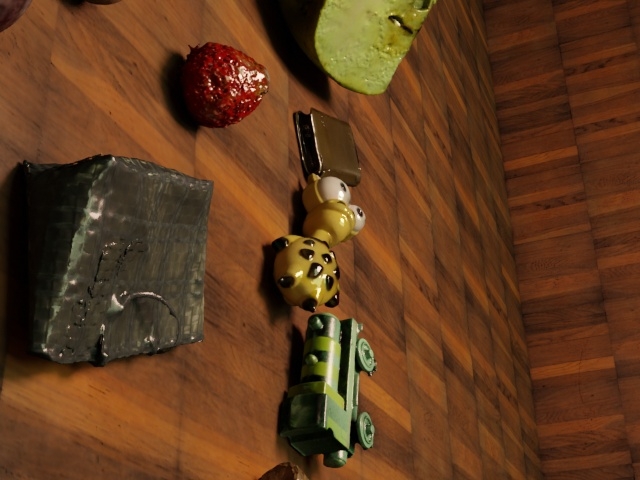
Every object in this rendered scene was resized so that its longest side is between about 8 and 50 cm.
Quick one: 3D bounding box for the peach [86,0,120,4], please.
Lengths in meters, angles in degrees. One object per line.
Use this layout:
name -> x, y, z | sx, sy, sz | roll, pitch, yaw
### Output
peach -> -0.203, -0.262, 0.881 | 0.083, 0.083, 0.083 | -12, 90, -70

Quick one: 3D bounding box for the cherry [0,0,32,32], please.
cherry -> -0.249, -0.220, 0.593 | 0.195, 0.195, 0.195 | -12, 90, -70

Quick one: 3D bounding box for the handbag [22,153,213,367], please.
handbag -> -0.168, 0.019, 0.819 | 0.270, 0.089, 0.175 | 9, 78, -69

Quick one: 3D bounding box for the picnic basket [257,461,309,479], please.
picnic basket -> -0.029, 0.291, 1.028 | 0.083, 0.072, 0.072 | 55, 28, -28

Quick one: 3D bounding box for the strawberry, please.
strawberry -> -0.109, -0.175, 1.056 | 0.106, 0.106, 0.106 | -12, 90, -70

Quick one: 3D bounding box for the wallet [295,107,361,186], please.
wallet -> 0.015, -0.141, 1.464 | 0.198, 0.031, 0.110 | 2, 76, -70

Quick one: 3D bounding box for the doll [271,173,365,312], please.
doll -> 0.001, 0.000, 1.262 | 0.117, 0.086, 0.291 | 52, 28, -17

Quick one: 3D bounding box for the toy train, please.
toy train -> 0.013, 0.181, 1.198 | 0.132, 0.083, 0.200 | 52, 31, -45

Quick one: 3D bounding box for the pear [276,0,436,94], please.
pear -> 0.030, -0.385, 1.416 | 0.282, 0.286, 0.176 | -3, 40, -50
